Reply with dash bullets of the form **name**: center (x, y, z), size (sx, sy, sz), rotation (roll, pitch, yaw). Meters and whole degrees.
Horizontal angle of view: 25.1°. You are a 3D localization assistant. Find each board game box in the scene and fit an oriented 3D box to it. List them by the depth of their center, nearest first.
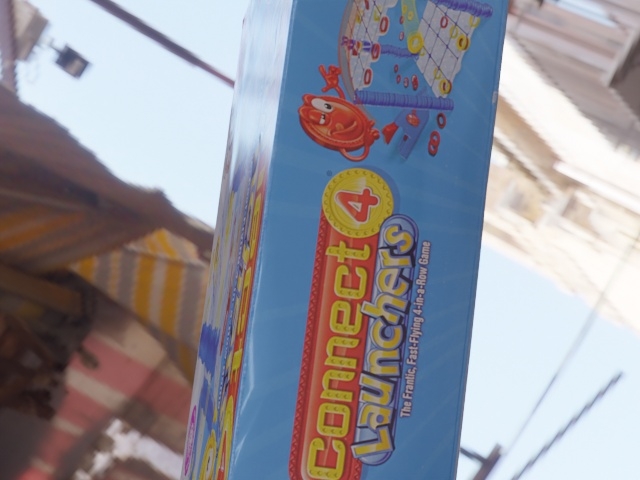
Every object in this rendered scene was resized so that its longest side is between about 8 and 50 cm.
- **board game box**: center (0.000, 0.000, 0.683), size (0.086, 0.302, 0.308), rotation (8, -99, -7)
